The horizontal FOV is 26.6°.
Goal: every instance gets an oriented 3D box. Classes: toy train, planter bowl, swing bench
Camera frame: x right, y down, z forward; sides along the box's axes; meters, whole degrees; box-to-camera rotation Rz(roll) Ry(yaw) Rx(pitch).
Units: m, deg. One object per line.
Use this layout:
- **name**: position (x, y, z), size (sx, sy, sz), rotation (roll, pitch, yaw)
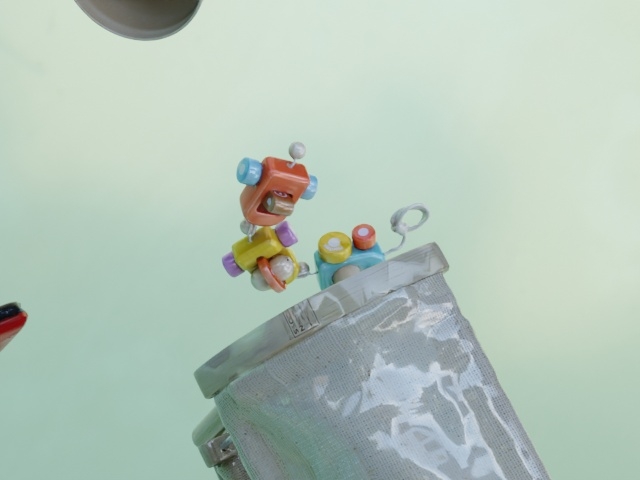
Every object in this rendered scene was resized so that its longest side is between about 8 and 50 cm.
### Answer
- **toy train**: position (0.000, 0.000, 0.972), size (0.166, 0.125, 0.046), rotation (17, 38, -33)
- **planter bowl**: position (-0.177, -0.305, 1.413), size (0.162, 0.162, 0.109), rotation (40, 38, -9)
- **swing bench**: position (0.040, 0.175, 0.827), size (0.165, 0.254, 0.253), rotation (-23, 75, -12)

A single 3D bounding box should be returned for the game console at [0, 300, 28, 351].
- **game console**: position (-0.229, 0.056, 0.620), size (0.085, 0.144, 0.124), rotation (53, 32, 8)
